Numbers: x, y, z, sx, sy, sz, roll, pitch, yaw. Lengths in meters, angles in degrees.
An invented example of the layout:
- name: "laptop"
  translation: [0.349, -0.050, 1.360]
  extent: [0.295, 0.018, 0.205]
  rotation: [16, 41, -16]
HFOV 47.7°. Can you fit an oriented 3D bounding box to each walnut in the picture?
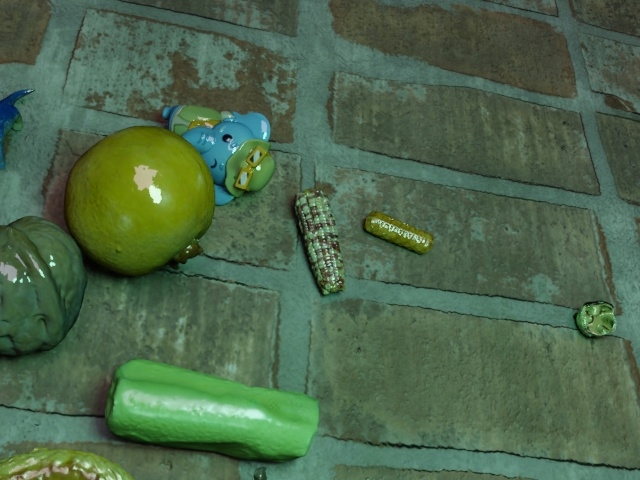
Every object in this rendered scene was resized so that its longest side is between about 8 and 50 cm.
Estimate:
- name: "walnut"
  translation: [-0.481, 0.073, 1.167]
  extent: [0.224, 0.224, 0.224]
  rotation: [8, 56, -12]

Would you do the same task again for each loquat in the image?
- name: "loquat"
  translation: [-0.310, -0.066, 1.286]
  extent: [0.274, 0.275, 0.275]
  rotation: [8, 56, -12]

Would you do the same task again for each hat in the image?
- name: "hat"
  translation: [0.581, 0.169, 1.541]
  extent: [0.077, 0.059, 0.076]
  rotation: [-2, 75, -13]

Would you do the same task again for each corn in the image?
- name: "corn"
  translation: [0.000, 0.000, 1.459]
  extent: [0.079, 0.079, 0.237]
  rotation: [-3, 64, -20]

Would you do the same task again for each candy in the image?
- name: "candy"
  translation: [-0.175, 0.277, 1.182]
  extent: [0.343, 0.142, 0.132]
  rotation: [12, 42, -11]

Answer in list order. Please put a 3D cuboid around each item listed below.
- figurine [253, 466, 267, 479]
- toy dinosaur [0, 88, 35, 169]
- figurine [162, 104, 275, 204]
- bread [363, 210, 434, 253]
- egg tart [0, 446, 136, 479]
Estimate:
- name: "figurine"
  translation: [-0.072, 0.469, 1.112]
  extent: [0.137, 0.112, 0.229]
  rotation: [5, 59, -48]
- name: "toy dinosaur"
  translation: [-0.597, -0.247, 1.358]
  extent: [0.075, 0.188, 0.248]
  rotation: [22, 53, -12]
- name: "figurine"
  translation: [-0.217, -0.180, 1.477]
  extent: [0.262, 0.154, 0.180]
  rotation: [16, 62, 14]
- name: "bread"
  translation: [0.167, -0.017, 1.536]
  extent: [0.157, 0.044, 0.052]
  rotation: [22, 51, -3]
- name: "egg tart"
  translation: [-0.389, 0.447, 1.011]
  extent: [0.318, 0.128, 0.319]
  rotation: [9, 54, -12]
